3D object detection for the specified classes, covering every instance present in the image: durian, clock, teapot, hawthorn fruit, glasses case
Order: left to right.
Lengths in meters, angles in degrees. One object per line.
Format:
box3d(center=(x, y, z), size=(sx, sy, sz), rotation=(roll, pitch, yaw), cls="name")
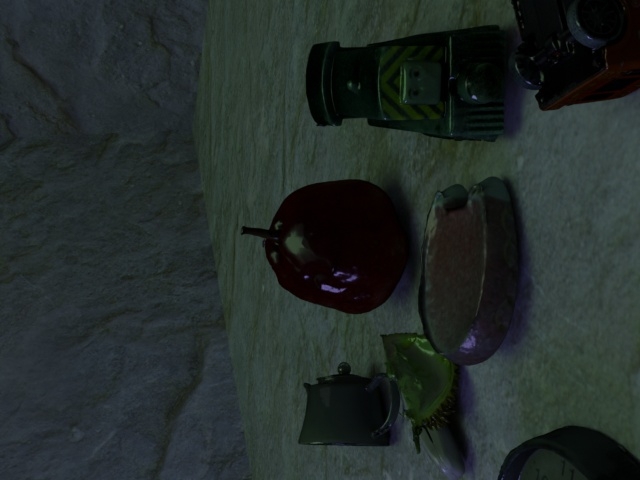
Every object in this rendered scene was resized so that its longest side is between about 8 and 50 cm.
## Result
box3d(center=(0.000, 0.000, 1.217), size=(0.230, 0.266, 0.210), rotation=(154, 128, -68), cls="hawthorn fruit")
box3d(center=(0.050, 0.292, 1.354), size=(0.239, 0.162, 0.149), rotation=(-17, 65, 48), cls="teapot")
box3d(center=(0.144, 0.206, 1.063), size=(0.215, 0.100, 0.086), rotation=(-107, 16, -53), cls="durian")
box3d(center=(0.161, 0.270, 1.093), size=(0.063, 0.041, 0.164), rotation=(42, -163, -42), cls="glasses case")
box3d(center=(0.269, 0.334, 0.771), size=(0.280, 0.055, 0.281), rotation=(174, 90, -73), cls="clock")

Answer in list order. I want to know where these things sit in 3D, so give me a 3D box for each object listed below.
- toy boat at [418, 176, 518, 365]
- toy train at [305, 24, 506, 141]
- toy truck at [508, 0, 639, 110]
box3d(center=(0.192, 0.040, 0.930), size=(0.155, 0.085, 0.227), rotation=(174, 102, -65), cls="toy boat")
box3d(center=(0.099, -0.195, 0.960), size=(0.330, 0.178, 0.139), rotation=(-146, 54, -70), cls="toy train")
box3d(center=(0.220, -0.249, 0.656), size=(0.107, 0.114, 0.253), rotation=(145, 117, -71), cls="toy truck")
